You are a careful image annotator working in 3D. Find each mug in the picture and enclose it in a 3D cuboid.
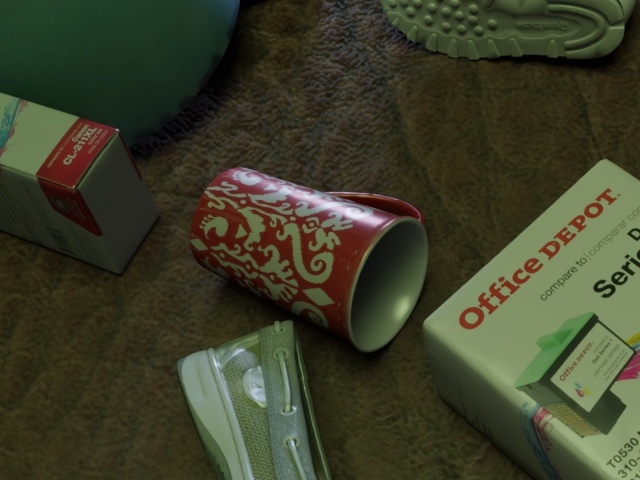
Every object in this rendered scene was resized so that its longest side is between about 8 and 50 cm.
[{"bbox_3d":[-0.004,0.009,1.126,0.169,0.150,0.113,21,100,30],"label":"mug"}]

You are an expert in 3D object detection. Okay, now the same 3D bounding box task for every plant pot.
[{"bbox_3d":[-0.245,-0.242,1.242,0.290,0.195,0.290,-11,60,20],"label":"plant pot"}]

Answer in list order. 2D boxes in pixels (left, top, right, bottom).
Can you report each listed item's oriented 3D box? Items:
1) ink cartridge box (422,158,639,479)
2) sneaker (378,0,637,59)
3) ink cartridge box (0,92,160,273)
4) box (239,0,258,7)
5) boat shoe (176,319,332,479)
[{"bbox_3d":[0.239,0.101,0.979,0.201,0.117,0.278,-41,57,-14],"label":"ink cartridge box"},{"bbox_3d":[0.167,-0.223,1.246,0.235,0.090,0.095,12,48,16],"label":"sneaker"},{"bbox_3d":[-0.245,-0.056,1.194,0.175,0.127,0.072,19,62,24],"label":"ink cartridge box"},{"bbox_3d":[-0.109,-0.307,1.380,0.191,0.045,0.184,-18,58,2],"label":"box"},{"bbox_3d":[-0.007,0.188,0.985,0.103,0.118,0.320,-28,47,-4],"label":"boat shoe"}]
